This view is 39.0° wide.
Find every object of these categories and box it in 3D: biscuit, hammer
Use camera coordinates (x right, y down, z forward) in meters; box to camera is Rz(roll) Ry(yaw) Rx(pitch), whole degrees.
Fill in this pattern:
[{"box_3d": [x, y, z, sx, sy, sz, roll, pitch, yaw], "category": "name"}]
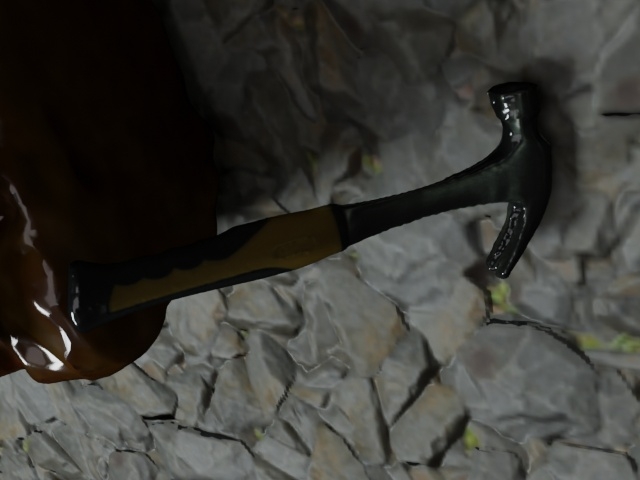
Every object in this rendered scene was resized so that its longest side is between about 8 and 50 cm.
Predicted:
[{"box_3d": [-0.257, -0.106, 0.444, 0.342, 0.166, 0.395, -10, 112, 34], "category": "biscuit"}, {"box_3d": [0.000, 0.000, 0.358, 0.201, 0.021, 0.078, -17, 114, -9], "category": "hammer"}]
